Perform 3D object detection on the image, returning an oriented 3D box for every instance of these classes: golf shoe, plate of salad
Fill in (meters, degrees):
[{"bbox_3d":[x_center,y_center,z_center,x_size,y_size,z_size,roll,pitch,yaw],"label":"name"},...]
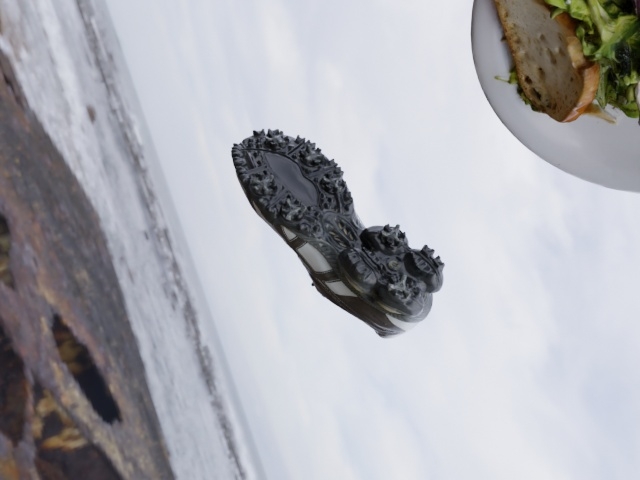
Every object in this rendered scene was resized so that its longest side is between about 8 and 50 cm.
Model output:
[{"bbox_3d":[0.000,0.000,0.654,0.198,0.077,0.094,46,-30,20],"label":"golf shoe"},{"bbox_3d":[0.165,-0.084,0.371,0.199,0.200,0.048,80,18,-46],"label":"plate of salad"}]
